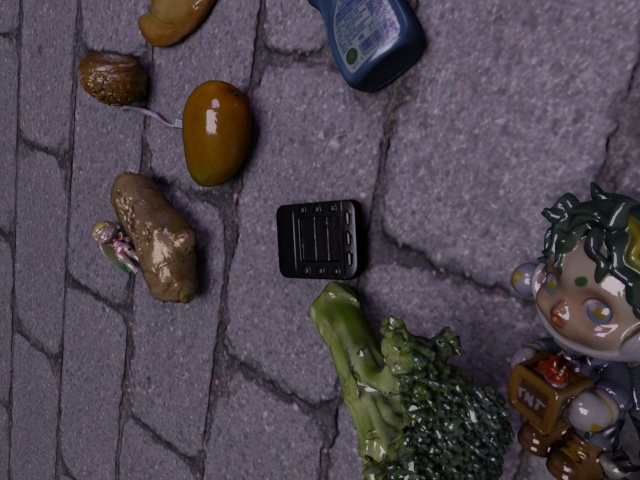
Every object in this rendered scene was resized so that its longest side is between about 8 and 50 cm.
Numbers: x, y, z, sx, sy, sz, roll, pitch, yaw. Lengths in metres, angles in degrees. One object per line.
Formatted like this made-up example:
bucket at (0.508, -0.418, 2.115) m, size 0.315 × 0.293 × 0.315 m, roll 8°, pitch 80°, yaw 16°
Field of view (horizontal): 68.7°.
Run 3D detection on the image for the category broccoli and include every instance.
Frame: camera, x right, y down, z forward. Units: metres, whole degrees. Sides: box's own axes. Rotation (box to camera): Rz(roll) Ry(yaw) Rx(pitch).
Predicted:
broccoli at (0.105, 0.262, 0.726) m, size 0.397 × 0.275 × 0.352 m, roll 11°, pitch 96°, yaw 59°

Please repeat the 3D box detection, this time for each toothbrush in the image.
toothbrush at (-0.408, -0.302, 1.136) m, size 0.269 × 0.021 × 0.027 m, roll 21°, pitch 94°, yaw 30°

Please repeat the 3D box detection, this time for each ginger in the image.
ginger at (-0.378, -0.016, 1.083) m, size 0.190 × 0.126 × 0.354 m, roll -45°, pitch 72°, yaw 35°

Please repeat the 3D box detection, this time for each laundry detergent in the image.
laundry detergent at (0.056, -0.400, 0.774) m, size 0.143 × 0.094 × 0.289 m, roll -32°, pitch 74°, yaw 39°

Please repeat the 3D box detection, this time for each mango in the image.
mango at (-0.212, -0.211, 0.955) m, size 0.152 × 0.120 × 0.221 m, roll 23°, pitch 114°, yaw 34°

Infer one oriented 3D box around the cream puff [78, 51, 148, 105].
cream puff at (-0.489, -0.379, 1.114) m, size 0.165 × 0.150 × 0.115 m, roll -111°, pitch 26°, yaw -53°

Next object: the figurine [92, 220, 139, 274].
figurine at (-0.530, 0.015, 1.234) m, size 0.187 × 0.083 × 0.083 m, roll 40°, pitch 116°, yaw 11°

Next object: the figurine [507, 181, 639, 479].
figurine at (0.336, 0.119, 0.584) m, size 0.261 × 0.186 × 0.381 m, roll 32°, pitch 120°, yaw 51°

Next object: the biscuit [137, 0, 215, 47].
biscuit at (-0.299, -0.537, 1.023) m, size 0.299 × 0.045 × 0.154 m, roll -43°, pitch 73°, yaw 30°

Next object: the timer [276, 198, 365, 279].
timer at (0.000, 0.000, 0.875) m, size 0.187 × 0.055 × 0.144 m, roll -1°, pitch 93°, yaw 38°
